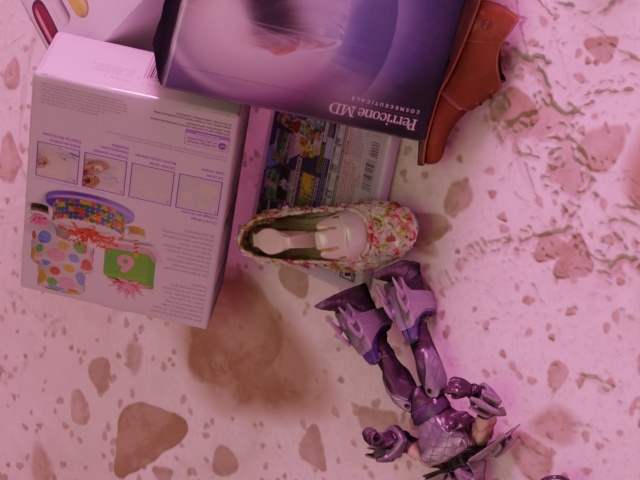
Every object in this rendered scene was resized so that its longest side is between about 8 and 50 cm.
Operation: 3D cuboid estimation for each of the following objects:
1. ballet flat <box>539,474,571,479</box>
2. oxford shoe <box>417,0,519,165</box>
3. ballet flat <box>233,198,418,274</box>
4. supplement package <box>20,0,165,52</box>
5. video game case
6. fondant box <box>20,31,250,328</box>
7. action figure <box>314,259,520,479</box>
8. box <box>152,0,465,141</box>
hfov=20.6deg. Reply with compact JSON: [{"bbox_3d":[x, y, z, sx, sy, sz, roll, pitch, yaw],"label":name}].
[{"bbox_3d":[0.285,0.346,1.879,0.074,0.074,0.203,-35,73,37],"label":"ballet flat"},{"bbox_3d":[0.157,-0.164,1.916,0.076,0.076,0.212,18,124,-4],"label":"oxford shoe"},{"bbox_3d":[0.000,0.000,2.027,0.241,0.077,0.091,-7,92,39],"label":"ballet flat"},{"bbox_3d":[-0.192,-0.318,2.088,0.262,0.204,0.145,-41,71,35],"label":"supplement package"},{"bbox_3d":[0.001,-0.057,2.083,0.183,0.023,0.201,23,111,35],"label":"video game case"},{"bbox_3d":[-0.221,-0.066,2.081,0.238,0.096,0.330,13,128,2],"label":"fondant box"},{"bbox_3d":[0.112,0.172,1.977,0.185,0.099,0.285,-32,80,28],"label":"action figure"},{"bbox_3d":[-0.001,-0.288,1.857,0.183,0.296,0.294,-108,31,-66],"label":"box"}]
